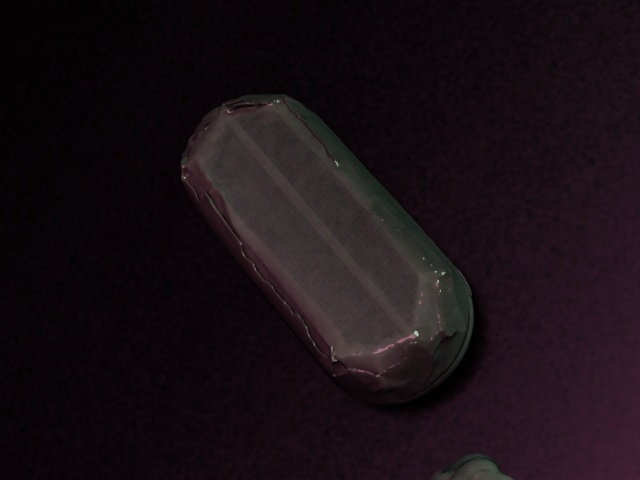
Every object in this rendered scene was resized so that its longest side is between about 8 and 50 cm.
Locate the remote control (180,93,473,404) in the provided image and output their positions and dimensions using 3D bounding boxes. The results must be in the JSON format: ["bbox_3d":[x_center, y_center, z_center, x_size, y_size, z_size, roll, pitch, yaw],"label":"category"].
[{"bbox_3d":[0.000,0.000,1.173,0.104,0.052,0.247,-44,57,3],"label":"remote control"}]

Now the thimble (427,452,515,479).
[{"bbox_3d":[0.095,0.240,0.950,0.172,0.205,0.250,-41,52,-2],"label":"thimble"}]
